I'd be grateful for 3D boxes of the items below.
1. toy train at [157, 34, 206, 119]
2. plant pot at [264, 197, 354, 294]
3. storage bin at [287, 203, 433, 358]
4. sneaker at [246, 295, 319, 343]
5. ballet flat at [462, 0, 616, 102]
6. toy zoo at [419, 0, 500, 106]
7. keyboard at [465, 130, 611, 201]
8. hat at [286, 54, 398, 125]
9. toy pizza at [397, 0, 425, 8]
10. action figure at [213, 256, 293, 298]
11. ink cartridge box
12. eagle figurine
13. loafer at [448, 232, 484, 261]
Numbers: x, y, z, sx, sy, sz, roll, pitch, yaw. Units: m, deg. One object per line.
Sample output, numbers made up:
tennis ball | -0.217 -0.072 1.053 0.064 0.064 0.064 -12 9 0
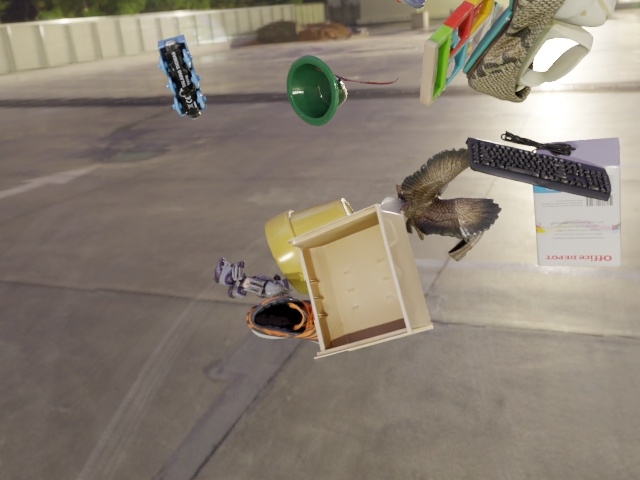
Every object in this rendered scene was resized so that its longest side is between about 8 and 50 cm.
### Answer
toy train | -0.310 -0.367 1.477 0.080 0.184 0.105 -16 35 -2
plant pot | 0.000 0.000 1.947 0.239 0.254 0.254 -28 16 12
storage bin | 0.074 0.093 1.387 0.260 0.262 0.123 -21 -14 32
sneaker | -0.018 0.196 1.594 0.321 0.125 0.180 -3 -8 -8
ballet flat | 0.373 -0.371 1.076 0.182 0.164 0.483 30 -14 7
toy zoo | 0.330 -0.473 1.531 0.030 0.192 0.293 33 69 21
keyboard | 0.475 -0.179 1.438 0.317 0.033 0.201 13 39 -4
hat | 0.044 -0.396 1.714 0.183 0.173 0.208 -24 59 -42
toy pizza | 0.131 -0.529 1.279 0.032 0.201 0.201 -35 0 35
action figure | -0.192 0.115 1.842 0.185 0.099 0.285 33 -19 -36
ink cartridge box | 0.651 -0.095 1.655 0.198 0.270 0.197 0 28 24
eagle figurine | 0.327 -0.122 1.862 0.226 0.225 0.298 23 -18 -30
loafer | 0.415 0.007 1.870 0.039 0.125 0.045 30 26 -14
